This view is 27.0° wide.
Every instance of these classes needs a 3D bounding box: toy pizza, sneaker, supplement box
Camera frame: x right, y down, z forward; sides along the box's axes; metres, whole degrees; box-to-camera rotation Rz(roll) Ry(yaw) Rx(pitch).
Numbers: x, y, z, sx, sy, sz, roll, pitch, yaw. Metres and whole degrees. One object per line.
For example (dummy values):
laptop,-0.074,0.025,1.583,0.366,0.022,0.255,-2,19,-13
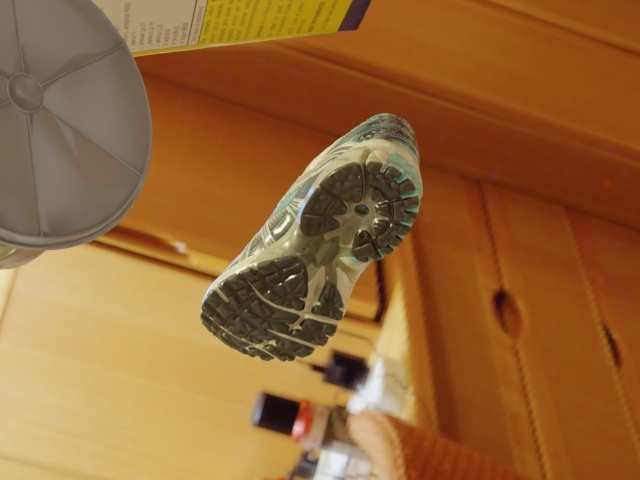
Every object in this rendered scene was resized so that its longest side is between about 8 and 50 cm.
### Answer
toy pizza,-0.194,-0.088,0.841,0.032,0.201,0.201,-23,45,43
sneaker,0.000,0.000,1.173,0.283,0.110,0.122,-44,18,36
supplement box,-0.132,-0.306,1.274,0.194,0.356,0.195,126,134,-72

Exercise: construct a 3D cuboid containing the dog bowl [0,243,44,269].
dog bowl,-0.388,-0.123,1.575,0.349,0.102,0.349,-11,73,42
